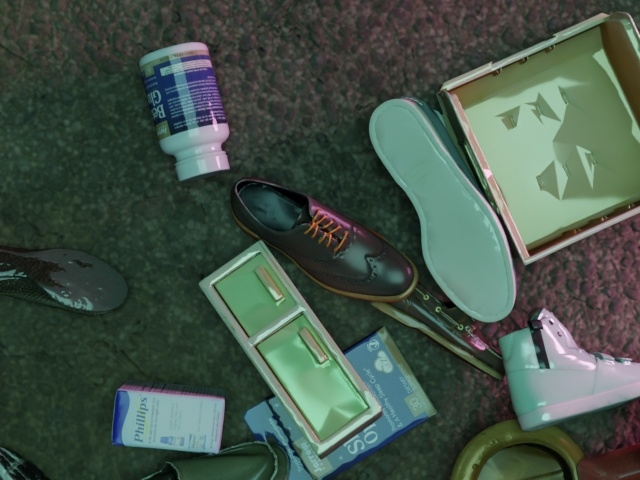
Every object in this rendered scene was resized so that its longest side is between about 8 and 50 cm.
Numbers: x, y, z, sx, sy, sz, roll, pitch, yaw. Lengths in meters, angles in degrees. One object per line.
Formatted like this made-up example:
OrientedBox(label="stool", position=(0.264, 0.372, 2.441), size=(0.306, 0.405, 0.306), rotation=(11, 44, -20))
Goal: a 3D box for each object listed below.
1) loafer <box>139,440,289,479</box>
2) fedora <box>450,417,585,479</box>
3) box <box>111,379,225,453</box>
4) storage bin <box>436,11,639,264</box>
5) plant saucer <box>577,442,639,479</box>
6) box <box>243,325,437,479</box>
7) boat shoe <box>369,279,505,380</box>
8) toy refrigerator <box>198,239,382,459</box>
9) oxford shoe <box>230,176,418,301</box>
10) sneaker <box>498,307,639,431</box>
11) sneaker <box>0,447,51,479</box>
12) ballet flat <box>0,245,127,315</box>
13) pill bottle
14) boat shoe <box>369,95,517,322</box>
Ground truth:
OrientedBox(label="loafer", position=(-0.159, 0.325, 1.722), size=(0.251, 0.087, 0.094), rotation=(-24, 57, -4))
OrientedBox(label="fedora", position=(0.255, 0.323, 1.763), size=(0.194, 0.079, 0.194), rotation=(1, 86, -12))
OrientedBox(label="box", position=(-0.192, 0.225, 1.720), size=(0.137, 0.126, 0.072), rotation=(6, 89, -3))
OrientedBox(label="storage bin", position=(0.322, -0.137, 1.770), size=(0.262, 0.123, 0.260), rotation=(-24, 90, -4))
OrientedBox(label="plant saucer", position=(0.483, 0.387, 1.762), size=(0.259, 0.048, 0.258), rotation=(-11, 88, -21))
OrientedBox(label="box", position=(0.025, 0.230, 1.780), size=(0.225, 0.036, 0.136), rotation=(-32, 90, -3))
OrientedBox(label="boat shoe", position=(0.168, 0.107, 1.774), size=(0.207, 0.073, 0.073), rotation=(33, 88, -2))
OrientedBox(label="toy refrigerator", position=(-0.038, 0.141, 1.723), size=(0.102, 0.094, 0.269), rotation=(-34, 78, -5))
OrientedBox(label="oxford shoe", position=(0.000, 0.000, 1.733), size=(0.271, 0.098, 0.097), rotation=(25, 80, 8))
OrientedBox(label="sneaker", position=(0.353, 0.148, 1.760), size=(0.256, 0.094, 0.151), rotation=(-10, 74, -26))
OrientedBox(label="sneaker", position=(-0.369, 0.400, 1.716), size=(0.118, 0.107, 0.279), rotation=(-31, 87, 5))
OrientedBox(label="ballet flat", position=(-0.378, 0.050, 1.756), size=(0.250, 0.058, 0.084), rotation=(9, 65, -9))
OrientedBox(label="pill bottle", position=(-0.173, -0.166, 1.753), size=(0.094, 0.094, 0.169), rotation=(-15, 88, -4))
OrientedBox(label="boat shoe", position=(0.176, -0.047, 1.764), size=(0.116, 0.099, 0.319), rotation=(-30, 87, 27))
